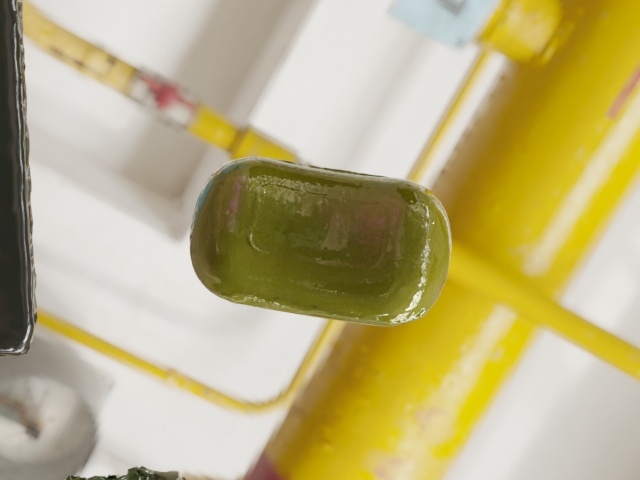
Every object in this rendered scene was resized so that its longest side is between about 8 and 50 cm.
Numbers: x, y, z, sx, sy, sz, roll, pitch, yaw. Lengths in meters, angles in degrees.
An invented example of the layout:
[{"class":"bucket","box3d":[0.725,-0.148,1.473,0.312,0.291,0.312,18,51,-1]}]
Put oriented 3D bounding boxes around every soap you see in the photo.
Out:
[{"class":"soap","box3d":[0.000,0.001,0.954,0.045,0.140,0.089,93,6,-61]}]

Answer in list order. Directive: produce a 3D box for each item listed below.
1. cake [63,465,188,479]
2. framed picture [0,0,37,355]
[{"class":"cake","box3d":[-0.123,0.156,0.752,0.158,0.283,0.172,25,-104,44]},{"class":"framed picture","box3d":[-0.244,-0.095,0.421,0.016,0.347,0.265,-82,171,-83]}]
